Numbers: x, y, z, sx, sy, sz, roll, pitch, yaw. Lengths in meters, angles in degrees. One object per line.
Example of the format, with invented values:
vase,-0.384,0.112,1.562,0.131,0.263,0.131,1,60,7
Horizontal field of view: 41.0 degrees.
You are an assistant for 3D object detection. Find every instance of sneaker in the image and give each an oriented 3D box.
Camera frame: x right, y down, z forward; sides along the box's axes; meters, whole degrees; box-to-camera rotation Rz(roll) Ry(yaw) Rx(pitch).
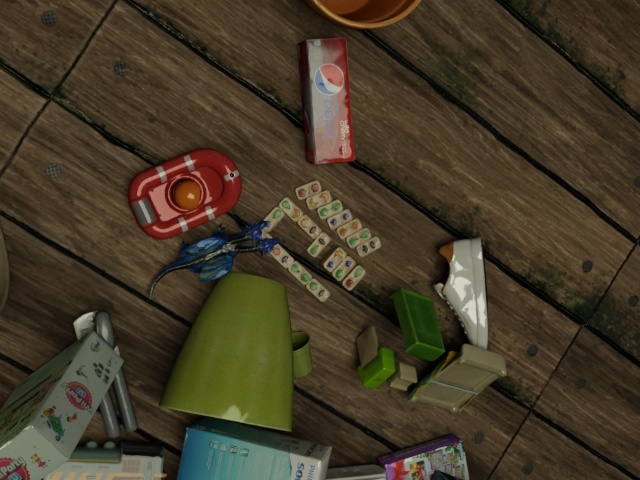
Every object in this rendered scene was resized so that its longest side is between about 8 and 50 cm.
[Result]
sneaker,0.327,0.136,1.989,0.123,0.106,0.289,-5,103,11

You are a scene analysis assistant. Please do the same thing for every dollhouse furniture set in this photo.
dollhouse furniture set,0.250,0.258,1.960,0.302,0.151,0.197,21,130,-31

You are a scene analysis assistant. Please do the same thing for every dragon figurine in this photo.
dragon figurine,-0.231,0.032,1.770,0.289,0.144,0.085,-25,102,-13

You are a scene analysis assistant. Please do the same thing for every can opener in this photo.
can opener,-0.442,0.277,1.769,0.074,0.093,0.280,-15,105,-15

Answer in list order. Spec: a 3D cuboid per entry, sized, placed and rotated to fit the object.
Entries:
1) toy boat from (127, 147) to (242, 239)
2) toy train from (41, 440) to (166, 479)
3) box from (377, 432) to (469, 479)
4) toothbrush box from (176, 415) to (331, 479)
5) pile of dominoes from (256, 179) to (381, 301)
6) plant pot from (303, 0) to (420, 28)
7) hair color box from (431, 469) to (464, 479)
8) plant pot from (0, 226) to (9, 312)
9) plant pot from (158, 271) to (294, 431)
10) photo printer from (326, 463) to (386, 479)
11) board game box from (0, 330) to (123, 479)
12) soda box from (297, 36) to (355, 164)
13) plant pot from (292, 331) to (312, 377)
toy boat,-0.269,-0.095,1.740,0.231,0.151,0.150,-25,103,-12
toy train,-0.471,0.508,1.767,0.334,0.142,0.190,6,83,-15
box,0.260,0.626,2.032,0.201,0.057,0.293,-13,100,-15
toothbrush box,-0.145,0.514,1.802,0.296,0.126,0.216,11,93,11
pile of dominoes,0.000,0.000,1.890,0.251,0.040,0.196,44,83,-17
plant pot,0.060,-0.570,1.755,0.291,0.203,0.290,-2,97,-17
hair color box,0.283,0.726,1.966,0.174,0.105,0.347,24,91,-17
plant pot,-0.768,0.028,1.546,0.281,0.323,0.323,-16,101,1
plant pot,-0.168,0.223,1.773,0.275,0.275,0.293,15,77,-18
photo printer,0.023,0.674,1.941,0.256,0.107,0.307,0,96,-16
board game box,-0.519,0.330,1.601,0.224,0.303,0.097,-35,107,21
soda box,0.012,-0.297,1.836,0.092,0.083,0.263,-6,99,-15
plant pot,-0.051,0.256,1.891,0.083,0.083,0.079,-23,115,-13
